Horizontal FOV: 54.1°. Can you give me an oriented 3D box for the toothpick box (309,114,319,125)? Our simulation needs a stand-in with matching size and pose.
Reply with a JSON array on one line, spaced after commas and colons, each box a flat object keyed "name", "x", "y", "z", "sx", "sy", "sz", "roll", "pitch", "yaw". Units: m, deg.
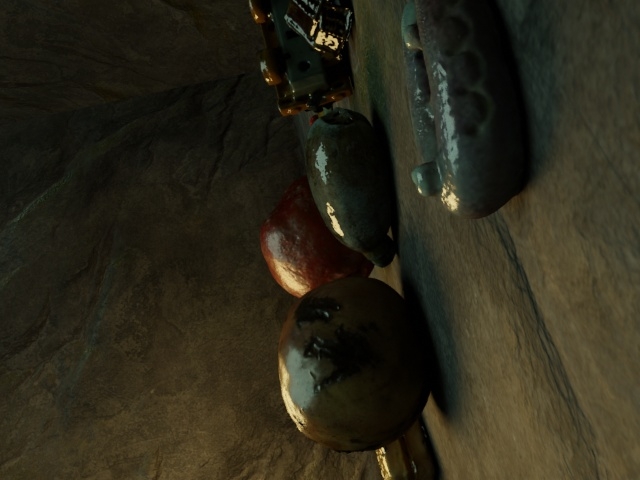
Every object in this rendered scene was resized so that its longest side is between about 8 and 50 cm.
[{"name": "toothpick box", "x": -0.005, "y": -0.367, "z": 1.988, "sx": 0.083, "sy": 0.047, "sz": 0.047, "roll": -110, "pitch": 8, "yaw": -61}]

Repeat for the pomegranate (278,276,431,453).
[{"name": "pomegranate", "x": 0.060, "y": 0.228, "z": 1.170, "sx": 0.322, "sy": 0.323, "sz": 0.321, "roll": 167, "pitch": 90, "yaw": -87}]

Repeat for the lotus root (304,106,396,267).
[{"name": "lotus root", "x": 0.057, "y": -0.081, "z": 1.149, "sx": 0.158, "sy": 0.140, "sz": 0.322, "roll": -109, "pitch": 4, "yaw": -61}]

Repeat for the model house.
[{"name": "model house", "x": 0.008, "y": -0.431, "z": 1.126, "sx": 0.165, "sy": 0.106, "sz": 0.152, "roll": 42, "pitch": 160, "yaw": 4}]

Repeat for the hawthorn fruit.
[{"name": "hawthorn fruit", "x": 0.000, "y": 0.000, "z": 1.419, "sx": 0.284, "sy": 0.285, "sz": 0.284, "roll": 167, "pitch": 90, "yaw": -87}]

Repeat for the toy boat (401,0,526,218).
[{"name": "toy boat", "x": 0.104, "y": -0.127, "z": 0.549, "sx": 0.155, "sy": 0.085, "sz": 0.227, "roll": 102, "pitch": 155, "yaw": -81}]

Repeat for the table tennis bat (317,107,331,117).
[{"name": "table tennis bat", "x": -0.010, "y": -0.451, "z": 1.815, "sx": 0.329, "sy": 0.044, "sz": 0.215, "roll": -124, "pitch": 20, "yaw": -77}]

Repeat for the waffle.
[{"name": "waffle", "x": 0.174, "y": 0.439, "z": 1.504, "sx": 0.260, "sy": 0.114, "sz": 0.376, "roll": 76, "pitch": 178, "yaw": -45}]

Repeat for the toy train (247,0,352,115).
[{"name": "toy train", "x": -0.043, "y": -0.440, "z": 1.346, "sx": 0.231, "sy": 0.163, "sz": 0.368, "roll": 37, "pitch": -141, "yaw": -74}]
